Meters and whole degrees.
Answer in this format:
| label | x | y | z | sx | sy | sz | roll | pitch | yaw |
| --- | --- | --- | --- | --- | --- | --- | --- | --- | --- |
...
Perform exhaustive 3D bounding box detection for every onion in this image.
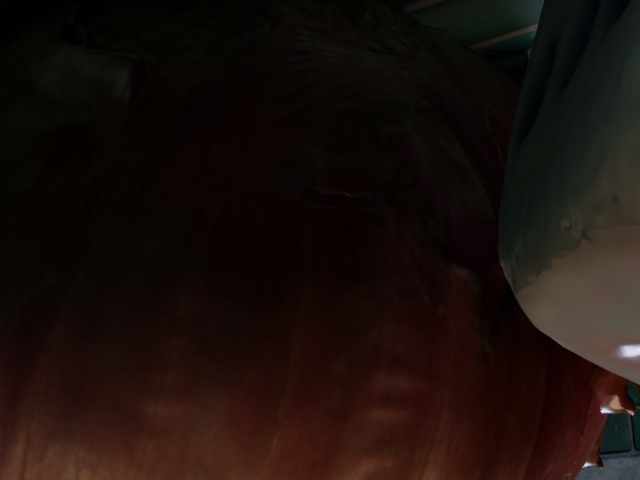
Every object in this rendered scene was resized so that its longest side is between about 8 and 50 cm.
| label | x | y | z | sx | sy | sz | roll | pitch | yaw |
| --- | --- | --- | --- | --- | --- | --- | --- | --- | --- |
| onion | -0.034 | 0.026 | 0.691 | 0.353 | 0.354 | 0.353 | -6 | 173 | -1 |

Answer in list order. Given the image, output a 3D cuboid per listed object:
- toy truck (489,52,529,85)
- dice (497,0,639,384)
| label | x | y | z | sx | sy | sz | roll | pitch | yaw |
| --- | --- | --- | --- | --- | --- | --- | --- | --- | --- |
| toy truck | 0.000 | 0.000 | 0.940 | 0.305 | 0.162 | 0.136 | -13 | 162 | -3 |
| dice | 0.163 | -0.051 | 0.447 | 0.191 | 0.194 | 0.193 | 15 | 167 | -1 |
